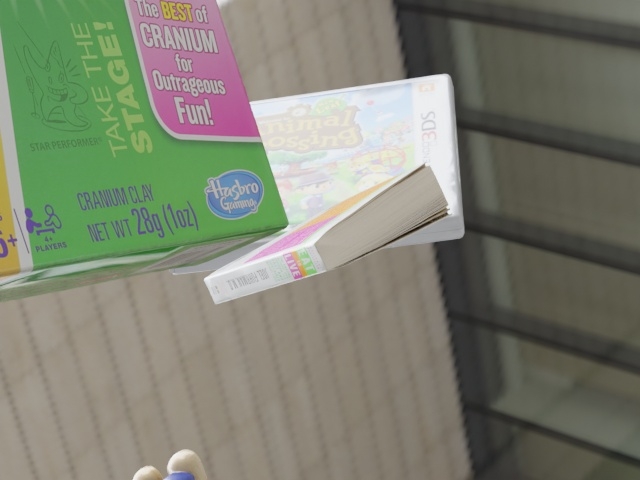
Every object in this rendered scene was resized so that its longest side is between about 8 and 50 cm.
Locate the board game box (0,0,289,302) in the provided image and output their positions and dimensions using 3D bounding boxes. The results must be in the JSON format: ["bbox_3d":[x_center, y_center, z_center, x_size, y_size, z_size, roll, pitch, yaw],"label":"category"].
[{"bbox_3d":[-0.155,-0.132,0.734,0.242,0.064,0.316,-11,-99,-53],"label":"board game box"}]

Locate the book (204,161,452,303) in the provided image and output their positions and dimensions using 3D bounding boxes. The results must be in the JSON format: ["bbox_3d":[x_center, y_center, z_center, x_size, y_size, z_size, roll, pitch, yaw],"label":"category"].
[{"bbox_3d":[0.000,0.000,1.064,0.096,0.144,0.035,-29,-84,-29],"label":"book"}]

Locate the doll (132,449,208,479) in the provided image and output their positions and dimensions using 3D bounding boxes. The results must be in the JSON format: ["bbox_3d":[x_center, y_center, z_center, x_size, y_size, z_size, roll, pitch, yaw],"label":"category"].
[{"bbox_3d":[-0.157,0.181,1.088,0.189,0.129,0.046,-15,-101,-51],"label":"doll"}]

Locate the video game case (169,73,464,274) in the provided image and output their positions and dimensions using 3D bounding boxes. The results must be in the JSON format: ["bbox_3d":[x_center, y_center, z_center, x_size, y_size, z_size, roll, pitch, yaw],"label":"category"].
[{"bbox_3d":[-0.003,-0.053,1.305,0.193,0.212,0.023,-88,-12,-54],"label":"video game case"}]
